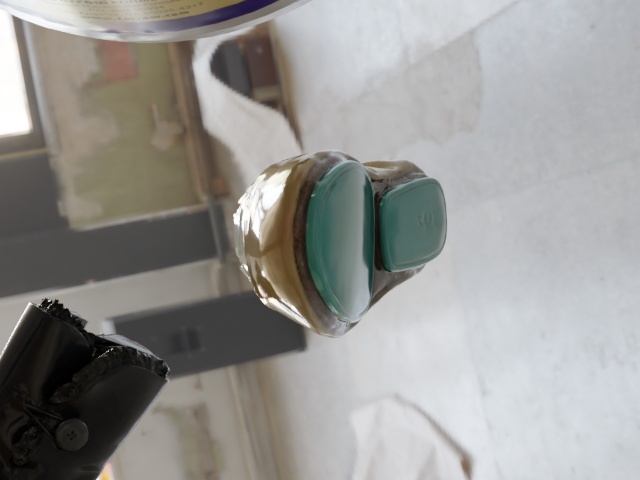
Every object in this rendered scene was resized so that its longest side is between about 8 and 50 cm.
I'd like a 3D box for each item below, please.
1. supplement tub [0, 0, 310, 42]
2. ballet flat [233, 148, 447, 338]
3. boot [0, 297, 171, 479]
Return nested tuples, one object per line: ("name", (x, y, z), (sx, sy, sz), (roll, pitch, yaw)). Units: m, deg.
("supplement tub", (-0.077, -0.202, 0.286), (0.331, 0.241, 0.241), (41, -146, -80))
("ballet flat", (0.000, 0.000, 0.530), (0.232, 0.073, 0.080), (-5, -85, -72))
("boot", (-0.176, 0.185, 0.915), (0.246, 0.207, 0.094), (39, 170, -22))
